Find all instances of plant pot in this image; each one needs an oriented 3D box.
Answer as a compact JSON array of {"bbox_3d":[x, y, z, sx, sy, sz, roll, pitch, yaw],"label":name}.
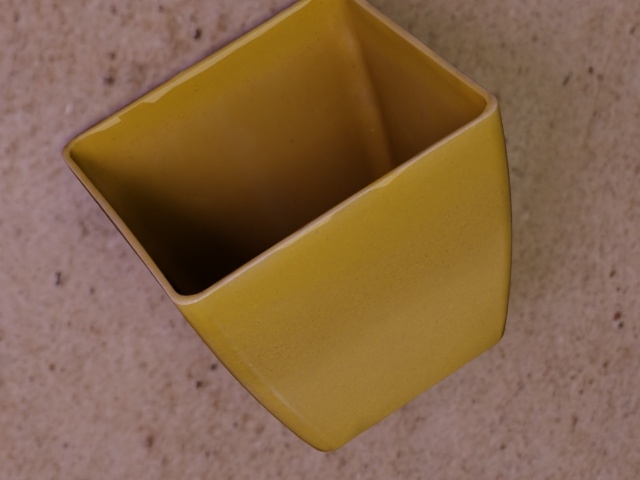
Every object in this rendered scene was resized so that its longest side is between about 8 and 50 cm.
[{"bbox_3d":[0.000,0.000,1.052,0.212,0.212,0.187,-33,127,-9],"label":"plant pot"}]
